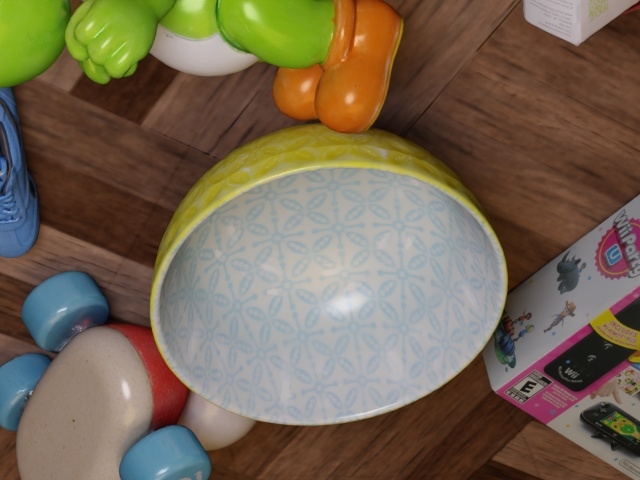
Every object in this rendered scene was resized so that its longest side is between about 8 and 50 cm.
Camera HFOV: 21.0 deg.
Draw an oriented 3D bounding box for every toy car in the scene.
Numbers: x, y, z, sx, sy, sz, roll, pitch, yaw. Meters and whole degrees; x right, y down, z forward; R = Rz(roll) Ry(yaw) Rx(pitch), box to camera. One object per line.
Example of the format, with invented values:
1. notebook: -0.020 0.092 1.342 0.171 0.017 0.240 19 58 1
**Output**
1. toy car: -0.136 0.153 1.549 0.238 0.219 0.210 -9 141 -42

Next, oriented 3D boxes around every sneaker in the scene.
1. sneaker: -0.267 -0.050 1.384 0.069 0.082 0.209 -8 134 -5

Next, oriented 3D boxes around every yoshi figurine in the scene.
1. yoshi figurine: -0.138 -0.155 1.237 0.362 0.203 0.203 20 133 -22

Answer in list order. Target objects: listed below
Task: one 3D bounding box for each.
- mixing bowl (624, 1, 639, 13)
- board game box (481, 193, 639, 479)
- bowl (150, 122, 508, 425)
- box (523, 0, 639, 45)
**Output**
1. mixing bowl: 0.196 -0.261 1.231 0.181 0.098 0.181 -24 129 -35
2. board game box: 0.330 0.069 1.582 0.224 0.097 0.303 32 119 -33
3. bowl: 0.000 0.000 1.421 0.289 0.156 0.289 -4 133 -5
4. box: 0.255 -0.302 1.135 0.322 0.058 0.232 -35 140 -26
